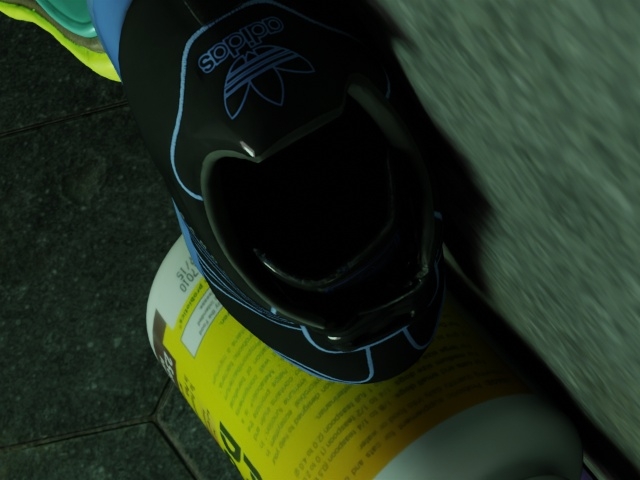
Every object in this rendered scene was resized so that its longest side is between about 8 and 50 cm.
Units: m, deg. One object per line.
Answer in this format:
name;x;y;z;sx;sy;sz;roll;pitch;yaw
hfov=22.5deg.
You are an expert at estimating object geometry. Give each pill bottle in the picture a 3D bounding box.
pill bottle;0.025;0.075;0.659;0.215;0.117;0.117;48;176;38

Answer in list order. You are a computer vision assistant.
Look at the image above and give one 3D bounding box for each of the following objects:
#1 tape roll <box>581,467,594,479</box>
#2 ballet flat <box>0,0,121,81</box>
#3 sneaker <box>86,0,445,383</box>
tape roll;0.090;0.150;0.839;0.275;0.090;0.275;51;176;5
ballet flat;-0.084;-0.108;0.610;0.077;0.077;0.231;25;-168;-38
sneaker;0.000;0.000;0.500;0.090;0.081;0.232;57;180;36
